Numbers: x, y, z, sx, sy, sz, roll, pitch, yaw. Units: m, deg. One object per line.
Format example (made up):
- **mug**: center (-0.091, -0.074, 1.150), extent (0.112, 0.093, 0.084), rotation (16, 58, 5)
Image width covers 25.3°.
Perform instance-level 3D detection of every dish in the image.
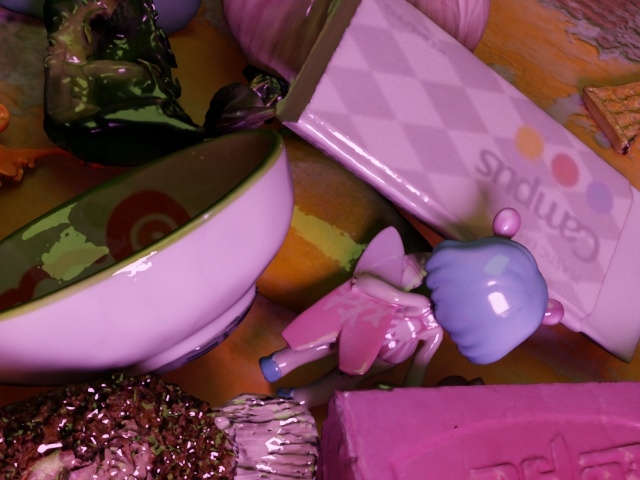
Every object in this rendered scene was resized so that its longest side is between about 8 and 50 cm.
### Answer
- **dish**: center (-0.151, 0.037, 1.156), extent (0.324, 0.324, 0.124), rotation (-39, 110, -40)

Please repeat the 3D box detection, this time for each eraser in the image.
- **eraser**: center (0.154, -0.066, 1.331), extent (0.397, 0.082, 0.213), rotation (36, 60, -18)

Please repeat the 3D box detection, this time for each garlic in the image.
- **garlic**: center (0.038, -0.283, 1.485), extent (0.317, 0.259, 0.317), rotation (9, 42, -8)

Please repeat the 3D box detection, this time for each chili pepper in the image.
- **chili pepper**: center (-0.203, -0.159, 1.394), extent (0.148, 0.116, 0.264), rotation (-3, 49, -14)

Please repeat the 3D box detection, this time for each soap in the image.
- **soap**: center (0.181, 0.237, 1.152), extent (0.360, 0.128, 0.233), rotation (0, 49, -20)

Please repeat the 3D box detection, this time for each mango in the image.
- **mango**: center (0.000, 0.000, 1.319), extent (0.251, 0.114, 0.156), rotation (39, 49, 3)

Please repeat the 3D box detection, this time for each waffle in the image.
- **waffle**: center (0.379, -0.148, 1.639), extent (0.153, 0.023, 0.097), rotation (-12, 55, -28)

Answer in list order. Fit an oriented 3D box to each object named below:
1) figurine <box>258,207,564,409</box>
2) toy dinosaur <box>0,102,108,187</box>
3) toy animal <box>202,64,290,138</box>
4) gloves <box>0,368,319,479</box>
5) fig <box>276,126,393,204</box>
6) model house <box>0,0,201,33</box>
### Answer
- **figurine**: center (0.082, 0.095, 1.213), extent (0.260, 0.103, 0.205), rotation (-25, 95, 4)
- **toy dinosaur**: center (-0.336, -0.091, 1.310), extent (0.288, 0.070, 0.117), rotation (22, 34, -17)
- **toy animal**: center (-0.075, -0.119, 1.348), extent (0.070, 0.105, 0.202), rotation (59, 7, -9)
- **gloves**: center (-0.148, 0.195, 1.035), extent (0.312, 0.210, 0.135), rotation (15, 16, -35)
- **fig**: center (0.031, -0.099, 1.414), extent (0.156, 0.123, 0.123), rotation (16, 46, 6)
- **model house**: center (-0.278, -0.424, 1.536), extent (0.295, 0.251, 0.329), rotation (1, 42, -16)
